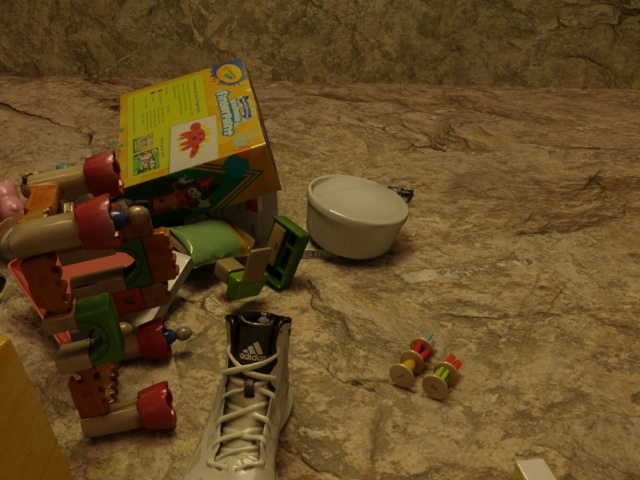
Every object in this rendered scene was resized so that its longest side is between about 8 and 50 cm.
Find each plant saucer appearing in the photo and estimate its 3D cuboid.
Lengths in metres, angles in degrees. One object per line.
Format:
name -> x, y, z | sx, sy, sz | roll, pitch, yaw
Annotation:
plant saucer -> -0.502, 0.076, 1.493 | 0.258, 0.048, 0.259 | -35, 63, -20

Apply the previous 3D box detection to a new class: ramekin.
ramekin -> 0.085, -0.059, 1.791 | 0.273, 0.127, 0.273 | 11, 29, -6

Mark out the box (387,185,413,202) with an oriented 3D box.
box -> 0.239, -0.142, 2.107 | 0.083, 0.018, 0.067 | 9, 30, 19

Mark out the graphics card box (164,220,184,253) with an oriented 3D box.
graphics card box -> -0.530, 0.029, 1.718 | 0.371, 0.094, 0.233 | -5, 29, -6

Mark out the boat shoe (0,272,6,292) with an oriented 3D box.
boat shoe -> -0.781, 0.149, 1.491 | 0.079, 0.095, 0.254 | 12, 32, 26

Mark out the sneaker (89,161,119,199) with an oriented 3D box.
sneaker -> -0.603, -0.197, 2.132 | 0.123, 0.106, 0.290 | 5, 27, 15

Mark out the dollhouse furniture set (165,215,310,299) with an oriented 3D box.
dollhouse furniture set -> -0.210, -0.014, 1.628 | 0.301, 0.151, 0.197 | 36, 28, 32

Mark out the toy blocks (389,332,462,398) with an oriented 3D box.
toy blocks -> 0.221, 0.238, 1.348 | 0.123, 0.054, 0.148 | 15, 31, 28

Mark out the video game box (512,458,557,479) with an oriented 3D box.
video game box -> 0.293, 0.417, 0.865 | 0.048, 0.187, 0.205 | -6, 29, -9

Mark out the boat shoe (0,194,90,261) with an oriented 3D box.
boat shoe -> -0.757, -0.054, 1.855 | 0.116, 0.123, 0.324 | 10, 28, 24

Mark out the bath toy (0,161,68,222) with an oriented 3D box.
bath toy -> -0.883, -0.122, 1.974 | 0.348, 0.129, 0.151 | -26, 37, -38

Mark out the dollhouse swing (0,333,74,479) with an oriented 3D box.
dollhouse swing -> -0.521, 0.322, 0.905 | 0.305, 0.347, 0.315 | -4, 27, 14

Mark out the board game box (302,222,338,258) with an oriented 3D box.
board game box -> 0.000, 0.000, 1.833 | 0.103, 0.026, 0.154 | 1, 28, 3

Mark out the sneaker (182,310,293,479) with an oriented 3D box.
sneaker -> -0.137, 0.267, 1.080 | 0.169, 0.257, 0.447 | 2, 28, 4

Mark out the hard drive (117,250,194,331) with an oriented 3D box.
hard drive -> -0.470, 0.075, 1.546 | 0.307, 0.040, 0.203 | 18, 59, 13

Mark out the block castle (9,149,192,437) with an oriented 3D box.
block castle -> -0.359, 0.093, 1.221 | 0.213, 0.453, 0.303 | -13, 28, -8

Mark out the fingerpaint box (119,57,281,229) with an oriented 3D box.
fingerpaint box -> -0.328, -0.263, 1.815 | 0.371, 0.163, 0.445 | -18, 43, -1

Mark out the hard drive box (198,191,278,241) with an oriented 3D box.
hard drive box -> -0.233, -0.120, 1.902 | 0.232, 0.181, 0.089 | 17, 33, 31
